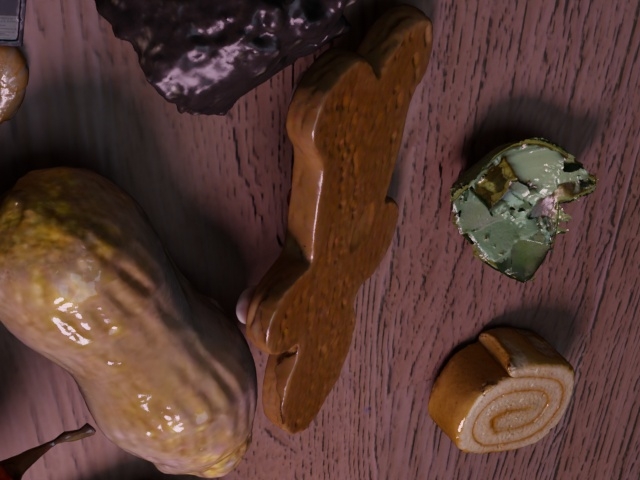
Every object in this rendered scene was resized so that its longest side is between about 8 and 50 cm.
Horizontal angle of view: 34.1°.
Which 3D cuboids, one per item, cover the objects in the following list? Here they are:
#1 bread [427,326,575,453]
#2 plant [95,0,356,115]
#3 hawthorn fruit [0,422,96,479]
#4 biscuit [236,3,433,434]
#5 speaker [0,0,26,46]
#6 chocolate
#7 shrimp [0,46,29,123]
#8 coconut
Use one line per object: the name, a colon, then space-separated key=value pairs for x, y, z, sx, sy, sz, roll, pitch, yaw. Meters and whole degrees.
bread: x=0.183 y=0.148 z=1.055 sx=0.149 sy=0.073 sz=0.122 roll=3 pitch=117 yaw=-34
plant: x=-0.033 y=-0.174 z=0.628 sx=0.203 sy=0.131 sz=0.142 roll=-43 pitch=178 yaw=15
hawthorn fruit: x=-0.276 y=0.201 z=0.716 sx=0.271 sy=0.242 sz=0.242 roll=-32 pitch=134 yaw=-15
biscuit: x=0.000 y=0.000 z=0.786 sx=0.216 sy=0.047 sz=0.340 roll=-40 pitch=146 yaw=-50
speaker: x=-0.267 y=-0.138 z=0.586 sx=0.191 sy=0.046 sz=0.040 roll=-3 pitch=126 yaw=-28
chocolate: x=-0.136 y=0.067 z=0.764 sx=0.134 sy=0.134 sz=0.309 roll=-32 pitch=130 yaw=-5
shrimp: x=-0.226 y=-0.083 z=0.669 sx=0.059 sy=0.023 sz=0.108 roll=21 pitch=112 yaw=-49
coconut: x=0.173 y=-0.035 z=0.914 sx=0.133 sy=0.055 sz=0.158 roll=-29 pitch=135 yaw=-9
